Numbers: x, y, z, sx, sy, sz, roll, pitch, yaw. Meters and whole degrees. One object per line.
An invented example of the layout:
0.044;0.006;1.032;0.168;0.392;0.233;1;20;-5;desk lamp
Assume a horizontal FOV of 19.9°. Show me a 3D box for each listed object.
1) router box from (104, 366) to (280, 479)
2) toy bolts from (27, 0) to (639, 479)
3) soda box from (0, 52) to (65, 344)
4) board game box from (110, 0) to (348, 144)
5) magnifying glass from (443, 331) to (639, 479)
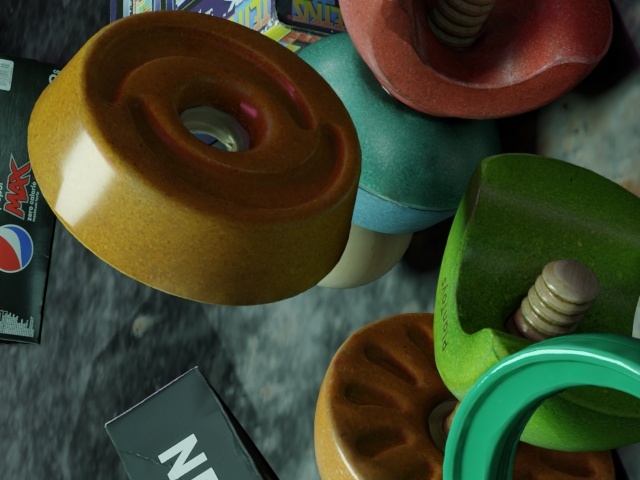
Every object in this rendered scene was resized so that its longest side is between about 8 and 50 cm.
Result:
-0.003;0.143;0.631;0.046;0.133;0.179;-34;37;-2;router box
0.000;0.000;0.623;0.228;0.218;0.158;-84;18;-46;toy bolts
-0.192;-0.024;1.088;0.060;0.053;0.169;-4;77;60;soda box
-0.044;-0.132;0.871;0.170;0.048;0.141;-26;61;55;board game box
0.120;0.107;0.438;0.231;0.026;0.092;40;122;31;magnifying glass
